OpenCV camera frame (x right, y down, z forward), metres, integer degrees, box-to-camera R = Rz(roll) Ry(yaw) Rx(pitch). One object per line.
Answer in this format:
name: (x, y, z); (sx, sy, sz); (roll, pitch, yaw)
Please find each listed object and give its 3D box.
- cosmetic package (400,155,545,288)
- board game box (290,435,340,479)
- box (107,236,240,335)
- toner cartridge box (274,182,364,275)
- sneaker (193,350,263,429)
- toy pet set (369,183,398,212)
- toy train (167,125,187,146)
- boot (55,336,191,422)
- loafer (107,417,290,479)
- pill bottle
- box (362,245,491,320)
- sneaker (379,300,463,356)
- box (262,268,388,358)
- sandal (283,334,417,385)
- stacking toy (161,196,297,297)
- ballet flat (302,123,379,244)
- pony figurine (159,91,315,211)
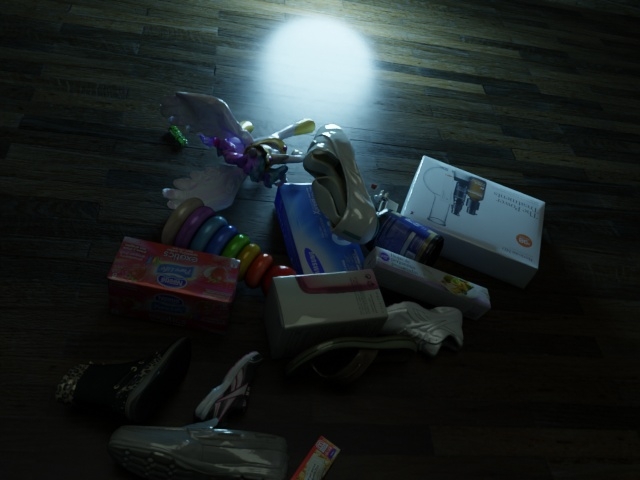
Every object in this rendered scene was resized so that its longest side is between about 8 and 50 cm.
cosmetic package: (0.419, -0.059, 1.654); (0.377, 0.097, 0.284); (22, 49, 4)
board game box: (-0.047, 0.448, 1.015); (0.045, 0.147, 0.193); (32, 47, 14)
box: (-0.310, 0.099, 1.275); (0.256, 0.128, 0.123); (12, 46, -5)
toner cartridge box: (0.000, 0.000, 1.490); (0.165, 0.075, 0.348); (-3, 49, -18)
sneaker: (-0.168, 0.303, 1.181); (0.077, 0.072, 0.178); (40, 57, 5)
toy pet set: (0.145, -0.087, 1.608); (0.114, 0.122, 0.065); (27, 70, -20)
toy train: (-0.406, -0.297, 1.690); (0.023, 0.017, 0.083); (-30, 61, -23)
boot: (-0.367, 0.249, 1.144); (0.178, 0.085, 0.236); (4, 22, 13)
loafer: (-0.212, 0.375, 1.069); (0.319, 0.112, 0.111); (15, 39, -11)
pill bottle: (0.190, -0.005, 1.511); (0.219, 0.123, 0.123); (31, 47, 20)
box: (0.256, 0.105, 1.421); (0.324, 0.067, 0.063); (20, 43, -17)
sneaker: (0.228, 0.208, 1.358); (0.232, 0.090, 0.115); (3, 51, -12)
box: (0.005, 0.158, 1.290); (0.232, 0.149, 0.127); (-3, 55, -19)
sandal: (0.073, 0.257, 1.253); (0.302, 0.120, 0.086); (-2, 63, -18)
stacking toy: (-0.197, 0.041, 1.373); (0.330, 0.141, 0.141); (33, 48, 7)
ballet flat: (0.029, -0.163, 1.496); (0.139, 0.139, 0.400); (-5, 53, -20)
pony figurine: (-0.205, -0.232, 1.512); (0.350, 0.303, 0.363); (1, 18, 15)
